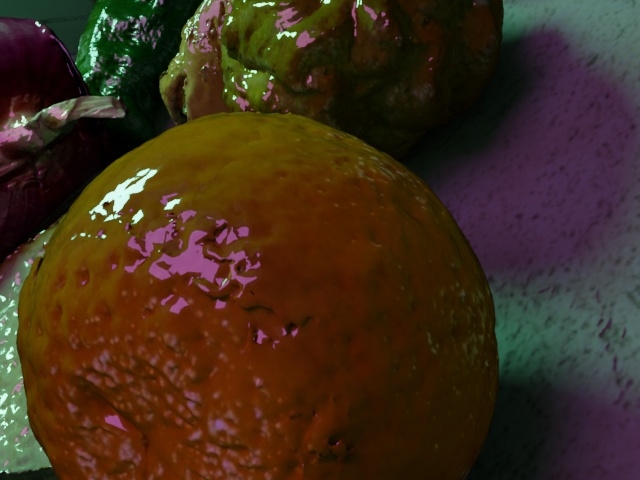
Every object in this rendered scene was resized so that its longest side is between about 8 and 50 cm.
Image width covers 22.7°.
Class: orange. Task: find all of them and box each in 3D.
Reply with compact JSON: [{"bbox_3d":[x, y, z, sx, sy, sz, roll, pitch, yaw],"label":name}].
[{"bbox_3d":[-0.036,0.076,1.110,0.341,0.340,0.293,-12,12,40],"label":"orange"}]

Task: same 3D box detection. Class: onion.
[{"bbox_3d":[-0.348,-0.079,1.568,0.230,0.272,0.256,-25,60,-24],"label":"onion"}]

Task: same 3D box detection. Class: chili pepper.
[{"bbox_3d":[-0.193,-0.185,1.666,0.099,0.136,0.270,125,165,-73],"label":"chili pepper"}]

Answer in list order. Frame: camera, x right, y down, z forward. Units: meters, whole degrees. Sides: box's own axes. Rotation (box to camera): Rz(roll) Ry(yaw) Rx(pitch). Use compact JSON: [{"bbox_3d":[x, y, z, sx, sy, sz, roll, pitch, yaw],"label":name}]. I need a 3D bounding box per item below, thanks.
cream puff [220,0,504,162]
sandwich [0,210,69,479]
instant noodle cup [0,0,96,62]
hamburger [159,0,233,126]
[{"bbox_3d":[0.030,-0.160,1.336,0.244,0.244,0.196,40,121,53],"label":"cream puff"},{"bbox_3d":[-0.171,0.097,1.384,0.262,0.131,0.325,-35,37,17],"label":"sandwich"},{"bbox_3d":[-0.329,-0.348,1.806,0.311,0.311,0.221,-12,60,40],"label":"instant noodle cup"},{"bbox_3d":[-0.054,-0.199,1.516,0.262,0.131,0.124,-55,37,2],"label":"hamburger"}]
